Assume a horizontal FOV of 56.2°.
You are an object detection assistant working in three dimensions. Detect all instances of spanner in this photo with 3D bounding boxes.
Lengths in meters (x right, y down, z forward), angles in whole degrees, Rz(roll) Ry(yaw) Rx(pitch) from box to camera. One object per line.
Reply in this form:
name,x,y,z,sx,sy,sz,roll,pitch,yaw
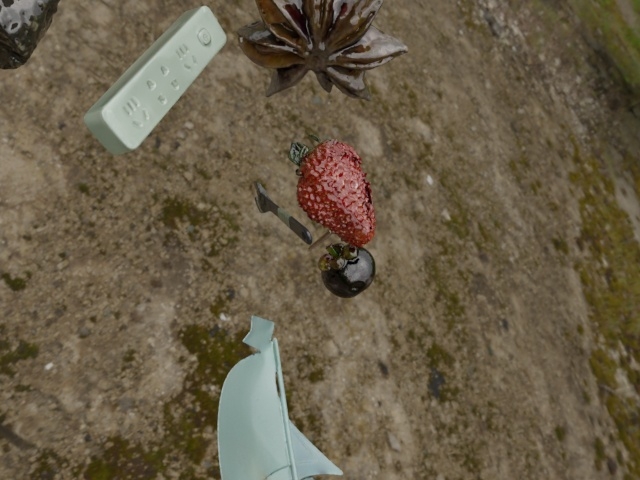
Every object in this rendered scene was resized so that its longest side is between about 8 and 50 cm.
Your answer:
spanner,-0.095,-0.066,1.413,0.024,0.316,0.087,-23,120,-19

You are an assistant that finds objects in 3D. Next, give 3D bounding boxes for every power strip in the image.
power strip,-0.285,-0.311,1.107,0.091,0.062,0.385,55,46,-34

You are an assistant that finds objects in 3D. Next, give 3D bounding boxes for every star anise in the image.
star anise,-0.001,-0.353,1.087,0.315,0.315,0.108,29,49,-32

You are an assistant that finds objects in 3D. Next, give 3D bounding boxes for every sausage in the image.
sausage,0.000,0.000,1.526,0.015,0.100,0.015,25,45,-28

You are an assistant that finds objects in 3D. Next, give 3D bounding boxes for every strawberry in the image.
strawberry,0.046,-0.117,1.319,0.188,0.106,0.286,-43,102,-27

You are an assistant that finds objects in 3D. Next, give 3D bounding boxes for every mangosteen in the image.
mangosteen,0.059,0.061,1.442,0.151,0.137,0.137,53,34,-33

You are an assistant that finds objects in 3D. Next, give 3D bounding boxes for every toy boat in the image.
toy boat,-0.028,0.221,0.589,0.210,0.070,0.291,50,24,-24

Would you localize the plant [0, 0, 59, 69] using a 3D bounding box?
plant,-0.632,-0.500,1.218,0.188,0.199,0.276,21,63,-28
